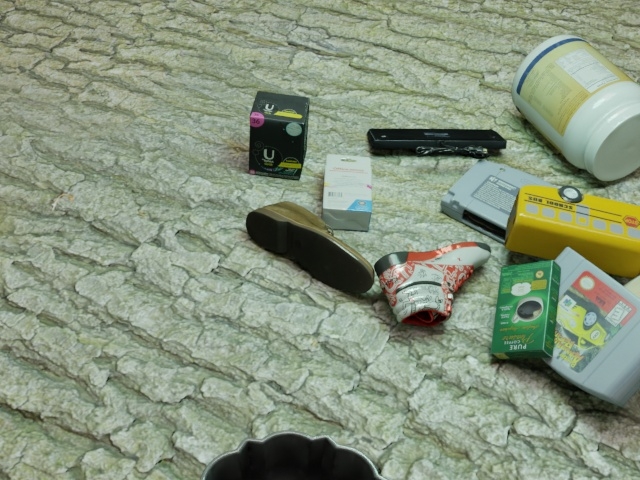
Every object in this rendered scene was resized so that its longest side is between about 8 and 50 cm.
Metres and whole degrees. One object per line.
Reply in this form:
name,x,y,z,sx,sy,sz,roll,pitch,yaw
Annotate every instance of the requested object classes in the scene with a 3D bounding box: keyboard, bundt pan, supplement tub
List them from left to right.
bundt pan,-0.041,0.451,1.319,0.330,0.124,0.331,2,44,-2
keyboard,0.276,-0.224,2.079,0.317,0.033,0.201,-1,21,-5
supplement tub,0.618,-0.308,2.085,0.228,0.228,0.316,-16,48,-20

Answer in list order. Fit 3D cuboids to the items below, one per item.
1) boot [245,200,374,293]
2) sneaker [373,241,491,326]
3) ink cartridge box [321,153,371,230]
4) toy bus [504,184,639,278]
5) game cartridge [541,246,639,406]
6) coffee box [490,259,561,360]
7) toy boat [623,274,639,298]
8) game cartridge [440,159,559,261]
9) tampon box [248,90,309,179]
boot,0.000,0.000,1.807,0.305,0.112,0.115,30,39,26
sneaker,0.240,0.090,1.752,0.270,0.090,0.145,-6,64,-30
ink cartridge box,0.057,-0.105,1.943,0.104,0.062,0.181,5,45,-1
toy bus,0.547,-0.016,1.793,0.332,0.108,0.130,13,46,4
game cartridge,0.483,0.157,1.627,0.196,0.060,0.294,-52,40,7
coffee box,0.383,0.131,1.669,0.113,0.040,0.184,-11,55,38
toy boat,0.680,0.192,1.658,0.267,0.148,0.318,-29,46,-36
game cartridge,0.436,-0.066,1.946,0.297,0.062,0.198,30,45,23
tampon box,-0.092,-0.232,1.989,0.120,0.161,0.101,7,44,3
